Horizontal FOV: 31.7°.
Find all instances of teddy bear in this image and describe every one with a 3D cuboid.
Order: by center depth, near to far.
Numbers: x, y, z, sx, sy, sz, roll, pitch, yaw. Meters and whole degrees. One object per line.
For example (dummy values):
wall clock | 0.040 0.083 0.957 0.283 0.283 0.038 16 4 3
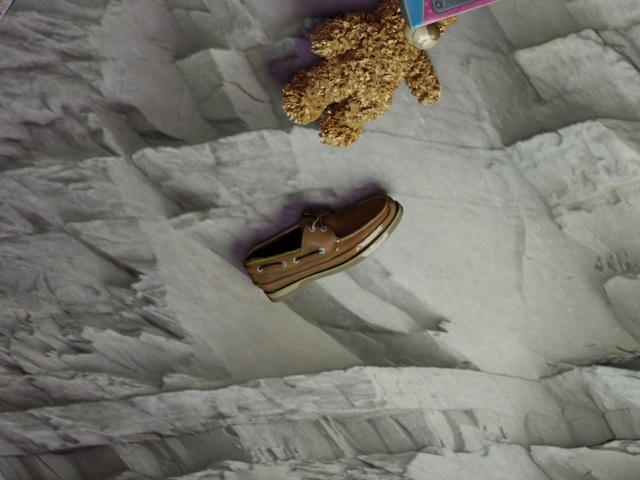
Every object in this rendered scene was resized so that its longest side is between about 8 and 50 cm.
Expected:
teddy bear | 0.088 -0.287 1.856 0.338 0.113 0.245 -29 119 14

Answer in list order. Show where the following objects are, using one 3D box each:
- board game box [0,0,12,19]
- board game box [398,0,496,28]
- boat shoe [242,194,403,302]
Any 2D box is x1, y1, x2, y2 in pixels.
board game box | -0.459 -0.461 1.632 0.141 0.291 0.232 32 114 -18
board game box | 0.243 -0.470 1.676 0.303 0.097 0.224 -18 114 3
boat shoe | 0.000 0.000 2.015 0.307 0.110 0.104 -33 117 15
